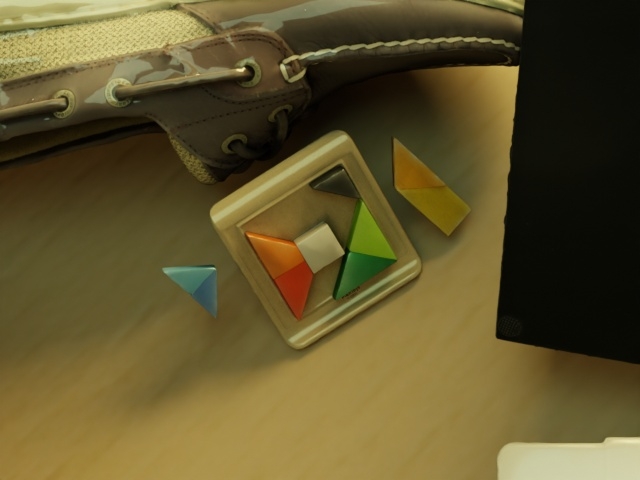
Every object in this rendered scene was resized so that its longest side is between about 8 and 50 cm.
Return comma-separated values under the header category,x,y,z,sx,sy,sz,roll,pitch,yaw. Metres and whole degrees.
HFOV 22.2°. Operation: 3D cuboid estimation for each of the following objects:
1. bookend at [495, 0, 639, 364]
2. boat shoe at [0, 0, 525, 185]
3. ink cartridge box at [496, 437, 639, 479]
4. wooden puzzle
category,x,y,z,sx,sy,sz,roll,pitch,yaw
bookend,0.127,-0.057,0.651,0.072,0.156,0.157,9,25,16
boat shoe,-0.049,-0.069,0.697,0.285,0.103,0.092,-2,87,3
ink cartridge box,0.154,0.127,0.581,0.180,0.060,0.104,-1,67,12
wooden puzzle,0.000,0.000,0.674,0.116,0.078,0.014,-39,19,0
